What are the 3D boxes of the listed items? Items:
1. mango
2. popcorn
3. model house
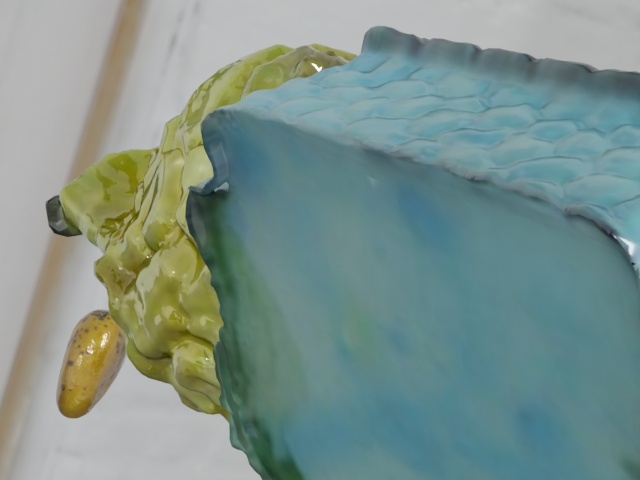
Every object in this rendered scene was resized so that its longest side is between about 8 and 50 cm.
[{"bbox_3d":[-0.228,0.122,1.976,0.057,0.114,0.079,24,-1,5],"label":"mango"},{"bbox_3d":[0.004,-0.005,1.260,0.293,0.237,0.293,21,37,-17],"label":"popcorn"},{"bbox_3d":[0.116,0.018,0.809,0.241,0.226,0.261,-30,31,-31],"label":"model house"}]
